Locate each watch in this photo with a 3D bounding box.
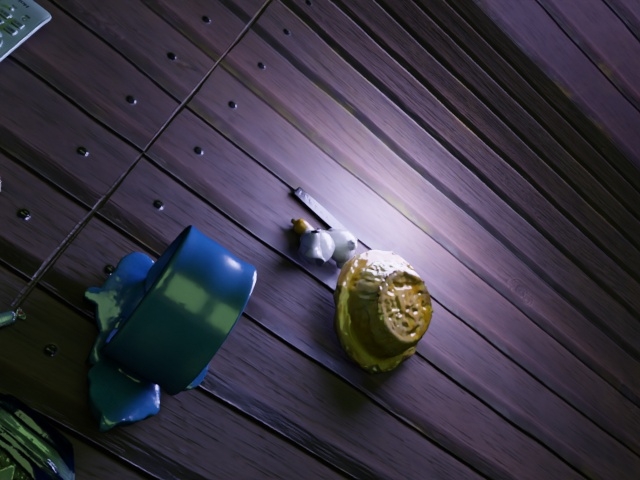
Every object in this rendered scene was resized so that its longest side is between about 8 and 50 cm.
[{"bbox_3d":[-0.245,0.133,0.844,0.241,0.274,0.305,35,47,-18],"label":"watch"}]

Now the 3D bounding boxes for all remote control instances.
[{"bbox_3d":[-0.605,-0.343,0.958,0.103,0.051,0.293,37,56,-15],"label":"remote control"}]

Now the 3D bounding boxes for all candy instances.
[{"bbox_3d":[-0.496,0.122,0.834,0.083,0.020,0.030,-22,86,-42],"label":"candy"}]

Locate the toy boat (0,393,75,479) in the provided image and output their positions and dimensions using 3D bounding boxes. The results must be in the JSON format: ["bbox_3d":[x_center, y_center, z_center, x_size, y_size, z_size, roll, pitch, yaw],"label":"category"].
[{"bbox_3d":[-0.480,0.328,0.720,0.292,0.070,0.210,-21,80,-37],"label":"toy boat"}]

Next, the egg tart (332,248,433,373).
[{"bbox_3d":[0.149,0.152,1.215,0.288,0.118,0.288,8,76,-35],"label":"egg tart"}]

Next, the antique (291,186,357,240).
[{"bbox_3d":[0.011,-0.054,1.286,0.192,0.015,0.031,42,51,-13],"label":"antique"}]

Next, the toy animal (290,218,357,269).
[{"bbox_3d":[0.000,0.000,1.187,0.182,0.127,0.131,-3,77,-49],"label":"toy animal"}]
